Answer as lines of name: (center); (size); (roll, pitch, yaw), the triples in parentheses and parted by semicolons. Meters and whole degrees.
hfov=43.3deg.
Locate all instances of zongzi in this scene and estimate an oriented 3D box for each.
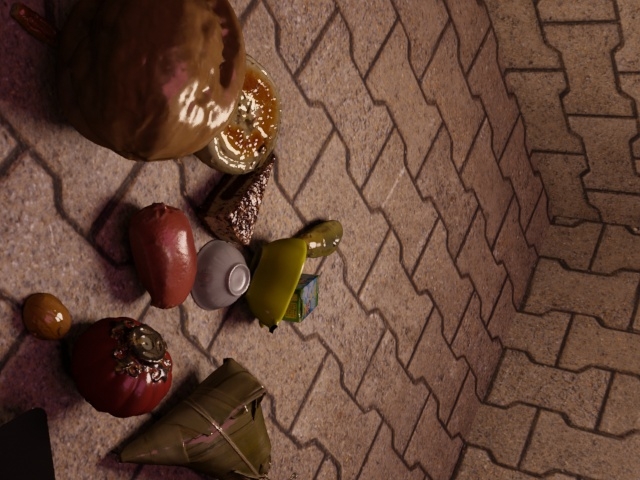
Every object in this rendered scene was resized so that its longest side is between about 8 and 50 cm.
zongzi: (-0.285, 0.568, 2.040); (0.418, 0.181, 0.447); (-31, 126, -30)

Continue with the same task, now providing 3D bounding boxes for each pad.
pad: (-0.670, 0.528, 1.590); (0.315, 0.063, 0.376); (-30, 131, -49)

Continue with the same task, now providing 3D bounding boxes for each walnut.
walnut: (-0.334, -0.340, 1.609); (0.383, 0.383, 0.384); (-17, 111, -52)
walnut: (-0.550, 0.158, 1.648); (0.091, 0.052, 0.121); (-64, 144, -27)

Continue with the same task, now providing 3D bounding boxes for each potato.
potato: (0.000, 0.000, 2.364); (0.188, 0.085, 0.105); (-16, 109, -47)

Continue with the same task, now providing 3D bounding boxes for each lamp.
lamp: (-0.427, 0.274, 1.724); (0.226, 0.226, 0.227); (-17, 111, -52)

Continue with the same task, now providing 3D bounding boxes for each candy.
candy: (-0.056, 0.161, 2.284); (0.194, 0.062, 0.097); (-33, 126, -72)

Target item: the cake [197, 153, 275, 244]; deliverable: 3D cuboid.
cake: (-0.194, -0.100, 2.045); (0.246, 0.112, 0.135); (-57, 141, -35)

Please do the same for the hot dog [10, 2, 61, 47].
hot dog: (-0.537, -0.408, 1.559); (0.137, 0.028, 0.044); (37, 74, -53)

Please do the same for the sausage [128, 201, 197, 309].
sausage: (-0.355, 0.028, 1.820); (0.148, 0.148, 0.255); (-40, 135, -43)

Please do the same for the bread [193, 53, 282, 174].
bread: (-0.222, -0.301, 1.915); (0.305, 0.158, 0.306); (-10, 102, -54)

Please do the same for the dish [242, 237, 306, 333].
dish: (-0.138, 0.102, 2.141); (0.108, 0.221, 0.263); (22, 87, -14)

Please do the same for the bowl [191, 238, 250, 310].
bowl: (-0.235, 0.094, 2.049); (0.189, 0.085, 0.189); (-19, 113, -52)
